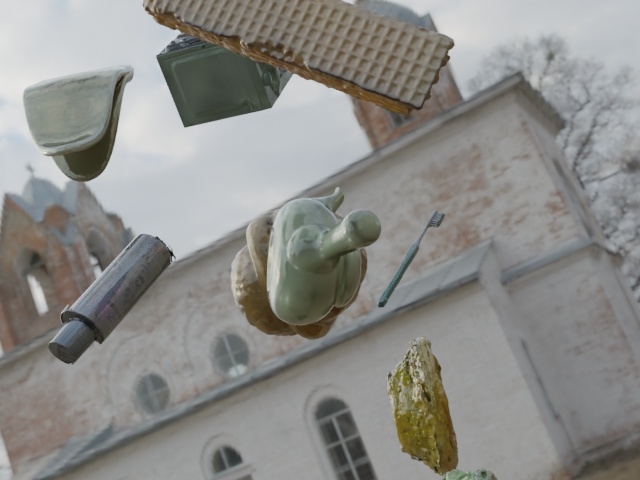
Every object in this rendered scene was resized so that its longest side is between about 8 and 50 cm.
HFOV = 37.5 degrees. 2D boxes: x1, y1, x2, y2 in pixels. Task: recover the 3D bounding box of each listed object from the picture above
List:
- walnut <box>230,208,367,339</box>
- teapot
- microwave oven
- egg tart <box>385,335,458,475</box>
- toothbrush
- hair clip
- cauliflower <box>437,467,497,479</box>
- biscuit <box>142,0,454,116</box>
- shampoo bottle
[{"bbox_3d":[-0.047,0.065,1.939,0.296,0.285,0.285,-27,-14,25],"label":"walnut"},{"bbox_3d":[-0.002,0.038,1.487,0.149,0.220,0.318,3,10,-8],"label":"teapot"},{"bbox_3d":[-0.129,-0.273,1.388,0.162,0.123,0.208,-9,28,19],"label":"microwave oven"},{"bbox_3d":[0.205,0.346,1.939,0.123,0.294,0.294,-14,-13,6],"label":"egg tart"},{"bbox_3d":[0.099,0.017,1.014,0.014,0.011,0.167,11,41,25],"label":"toothbrush"},{"bbox_3d":[-0.404,-0.214,1.556,0.172,0.282,0.113,-10,-37,2],"label":"hair clip"},{"bbox_3d":[0.192,0.417,1.203,0.315,0.239,0.256,-13,32,51],"label":"cauliflower"},{"bbox_3d":[-0.033,-0.237,1.046,0.094,0.378,0.054,-65,-22,-5],"label":"biscuit"},{"bbox_3d":[-0.290,0.080,1.300,0.214,0.072,0.072,-53,7,-37],"label":"shampoo bottle"}]
